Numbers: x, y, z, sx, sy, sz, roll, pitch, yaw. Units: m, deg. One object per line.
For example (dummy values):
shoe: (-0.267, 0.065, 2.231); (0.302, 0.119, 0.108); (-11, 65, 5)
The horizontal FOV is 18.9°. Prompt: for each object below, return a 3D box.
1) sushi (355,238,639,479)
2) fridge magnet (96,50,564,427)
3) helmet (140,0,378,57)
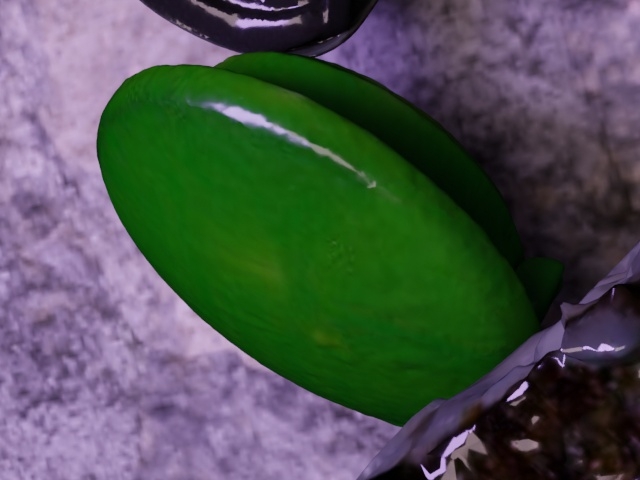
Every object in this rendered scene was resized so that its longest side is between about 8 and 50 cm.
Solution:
sushi: (0.111, 0.146, 0.708); (0.207, 0.234, 0.348); (46, 121, 16)
fridge magnet: (0.000, 0.000, 0.788); (0.208, 0.088, 0.208); (28, 155, 14)
helmet: (-0.018, -0.170, 0.800); (0.153, 0.107, 0.177); (37, 100, -9)
